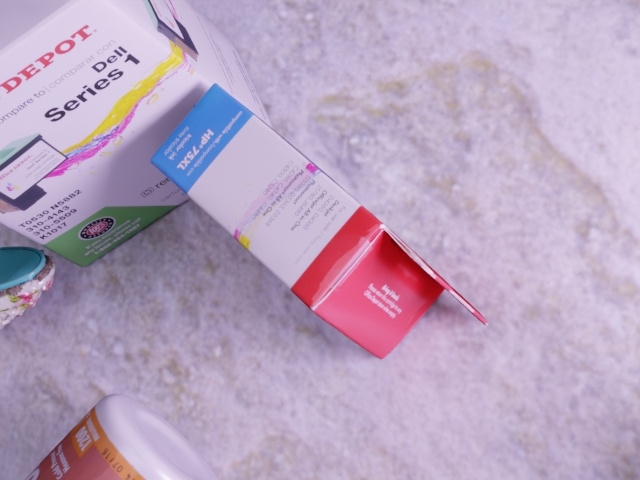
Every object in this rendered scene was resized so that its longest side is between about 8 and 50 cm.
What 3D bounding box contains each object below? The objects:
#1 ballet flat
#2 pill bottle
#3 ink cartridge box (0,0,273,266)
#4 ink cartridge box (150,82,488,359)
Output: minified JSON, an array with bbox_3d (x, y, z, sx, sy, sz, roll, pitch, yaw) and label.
[{"bbox_3d":[-0.322,0.057,1.244,0.241,0.077,0.091,-7,33,12],"label":"ballet flat"},{"bbox_3d":[-0.181,0.225,1.097,0.216,0.121,0.121,-46,60,3],"label":"pill bottle"},{"bbox_3d":[-0.191,-0.112,1.129,0.201,0.278,0.117,-32,62,12],"label":"ink cartridge box"},{"bbox_3d":[0.000,0.000,1.083,0.078,0.134,0.231,-49,59,2],"label":"ink cartridge box"}]
